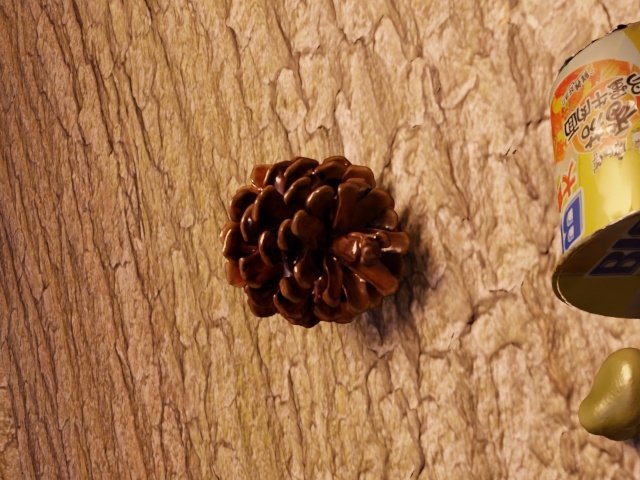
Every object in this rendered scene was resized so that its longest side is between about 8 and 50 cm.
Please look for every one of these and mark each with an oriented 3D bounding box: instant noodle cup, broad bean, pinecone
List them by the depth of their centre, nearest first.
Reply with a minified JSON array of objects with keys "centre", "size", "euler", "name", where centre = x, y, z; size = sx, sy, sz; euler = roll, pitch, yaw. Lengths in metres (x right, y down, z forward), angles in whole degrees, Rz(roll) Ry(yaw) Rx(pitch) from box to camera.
[{"centre":[0.246,-0.050,0.882],"size":[0.205,0.205,0.153],"euler":[131,140,-51],"name":"instant noodle cup"},{"centre":[0.242,0.127,1.041],"size":[0.083,0.045,0.063],"euler":[-66,27,26],"name":"broad bean"},{"centre":[0.002,-0.001,1.341],"size":[0.212,0.168,0.185],"euler":[-13,111,50],"name":"pinecone"}]
